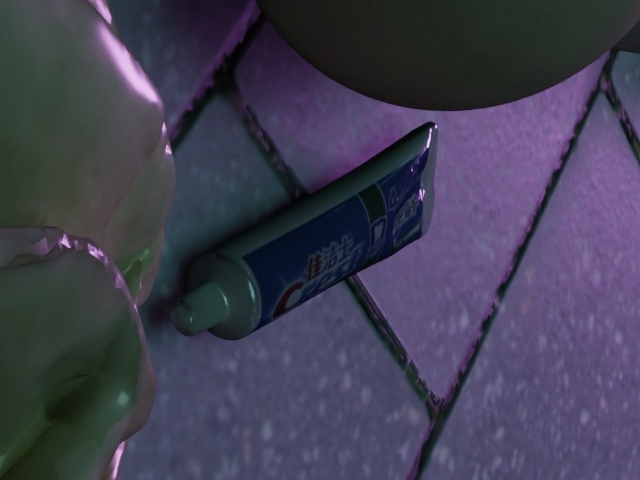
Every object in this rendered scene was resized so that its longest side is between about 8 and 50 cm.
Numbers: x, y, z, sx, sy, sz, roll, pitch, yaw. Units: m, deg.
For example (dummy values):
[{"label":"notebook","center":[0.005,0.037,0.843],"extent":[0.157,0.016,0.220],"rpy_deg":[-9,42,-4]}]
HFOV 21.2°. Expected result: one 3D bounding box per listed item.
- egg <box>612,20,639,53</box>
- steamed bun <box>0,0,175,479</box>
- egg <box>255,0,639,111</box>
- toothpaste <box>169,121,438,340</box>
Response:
[{"label":"egg","center":[0.191,-0.199,0.854],"extent":[0.253,0.186,0.186],"rpy_deg":[-53,130,-22]},{"label":"steamed bun","center":[-0.144,-0.005,0.393],"extent":[0.276,0.203,0.289],"rpy_deg":[11,79,-52]},{"label":"egg","center":[0.063,-0.164,0.685],"extent":[0.188,0.188,0.253],"rpy_deg":[60,40,-31]},{"label":"toothpaste","center":[0.000,0.000,0.723],"extent":[0.197,0.035,0.057],"rpy_deg":[-30,127,-51]}]
